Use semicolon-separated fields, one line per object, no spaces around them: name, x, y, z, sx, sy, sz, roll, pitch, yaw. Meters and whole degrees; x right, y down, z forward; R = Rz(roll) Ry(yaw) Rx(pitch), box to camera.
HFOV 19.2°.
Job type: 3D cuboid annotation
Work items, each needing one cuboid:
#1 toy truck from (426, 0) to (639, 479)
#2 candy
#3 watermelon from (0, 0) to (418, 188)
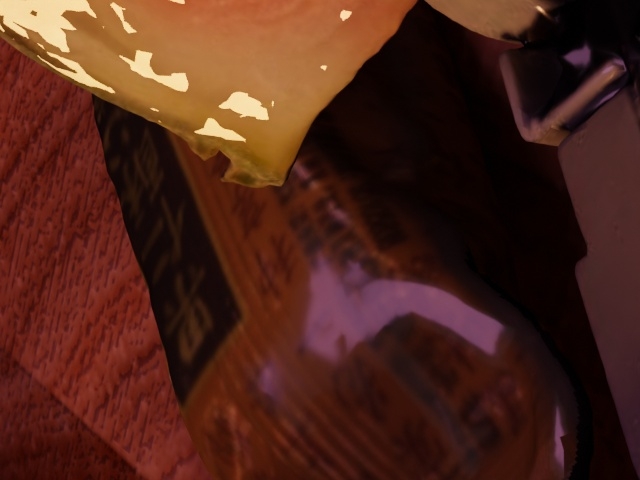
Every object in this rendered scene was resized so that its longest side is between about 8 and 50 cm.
toy truck;0.134;0.027;0.306;0.146;0.175;0.367;-40;55;45
candy;0.000;0.000;0.554;0.143;0.101;0.271;-60;35;36
watermelon;-0.023;-0.154;0.267;0.159;0.128;0.303;54;133;23
